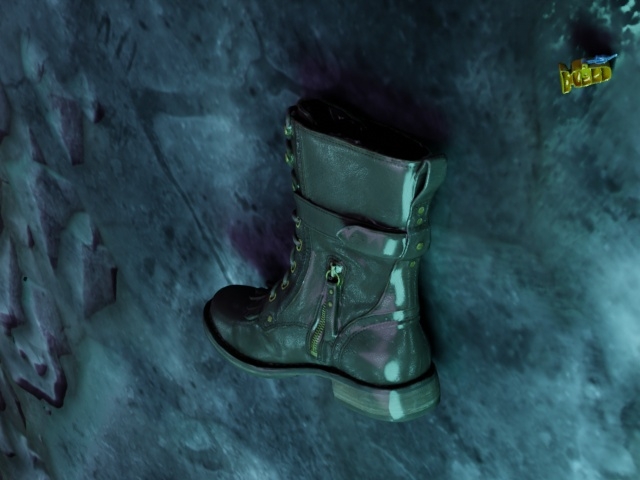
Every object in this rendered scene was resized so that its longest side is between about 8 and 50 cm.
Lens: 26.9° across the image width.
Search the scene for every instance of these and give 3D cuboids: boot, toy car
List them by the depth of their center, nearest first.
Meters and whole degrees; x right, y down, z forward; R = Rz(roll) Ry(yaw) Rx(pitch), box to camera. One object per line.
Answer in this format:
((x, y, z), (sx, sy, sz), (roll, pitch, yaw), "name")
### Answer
((0.149, -0.149, 0.764), (0.040, 0.060, 0.122), (-10, 135, 10), "toy car")
((0.000, 0.000, 1.021), (0.263, 0.091, 0.229), (16, 122, 41), "boot")
